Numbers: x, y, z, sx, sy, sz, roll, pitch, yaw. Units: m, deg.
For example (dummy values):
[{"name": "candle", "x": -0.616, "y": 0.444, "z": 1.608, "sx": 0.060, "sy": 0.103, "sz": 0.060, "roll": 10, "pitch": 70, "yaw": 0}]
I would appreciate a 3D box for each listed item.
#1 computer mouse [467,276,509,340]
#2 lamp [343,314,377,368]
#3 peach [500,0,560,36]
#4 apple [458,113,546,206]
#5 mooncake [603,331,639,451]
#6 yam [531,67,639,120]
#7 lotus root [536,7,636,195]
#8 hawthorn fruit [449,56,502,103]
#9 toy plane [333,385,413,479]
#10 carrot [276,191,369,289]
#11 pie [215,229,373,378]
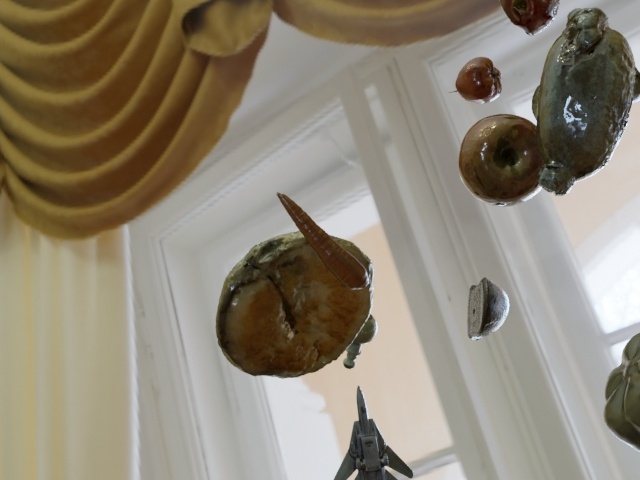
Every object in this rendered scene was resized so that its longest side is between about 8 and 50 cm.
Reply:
[{"name": "computer mouse", "x": 0.419, "y": 0.175, "z": 2.205, "sx": 0.088, "sy": 0.146, "sz": 0.264, "roll": 7, "pitch": -8, "yaw": -2}, {"name": "lamp", "x": 0.092, "y": 0.265, "z": 2.313, "sx": 0.091, "sy": 0.091, "sz": 0.163, "roll": 2, "pitch": -66, "yaw": -36}, {"name": "peach", "x": 0.455, "y": -0.522, "z": 1.894, "sx": 0.092, "sy": 0.127, "sz": 0.172, "roll": -34, "pitch": 15, "yaw": 44}, {"name": "apple", "x": 0.371, "y": -0.161, "z": 1.796, "sx": 0.188, "sy": 0.188, "sz": 0.174, "roll": -15, "pitch": -6, "yaw": -2}, {"name": "mooncake", "x": 0.665, "y": 0.278, "z": 1.746, "sx": 0.135, "sy": 0.275, "sz": 0.275, "roll": 30, "pitch": -32, "yaw": 1}, {"name": "yam", "x": 0.782, "y": -0.434, "z": 2.591, "sx": 0.304, "sy": 0.168, "sz": 0.168, "roll": -19, "pitch": -21, "yaw": -20}, {"name": "lotus root", "x": 0.484, "y": -0.246, "z": 1.637, "sx": 0.175, "sy": 0.349, "sz": 0.175, "roll": 13, "pitch": -2, "yaw": 0}, {"name": "hawthorn fruit", "x": 0.415, "y": -0.411, "z": 2.331, "sx": 0.125, "sy": 0.125, "sz": 0.140, "roll": 10, "pitch": -56, "yaw": -46}, {"name": "toy plane", "x": 0.119, "y": 0.500, "z": 2.221, "sx": 0.212, "sy": 0.267, "sz": 0.088, "roll": -7, "pitch": -2, "yaw": -8}, {"name": "carrot", "x": 0.000, "y": 0.000, "z": 1.472, "sx": 0.048, "sy": 0.216, "sz": 0.048, "roll": -43, "pitch": 4, "yaw": 4}, {"name": "pie", "x": -0.047, "y": 0.129, "z": 1.732, "sx": 0.339, "sy": 0.077, "sz": 0.339, "roll": -10, "pitch": -63, "yaw": -19}]
